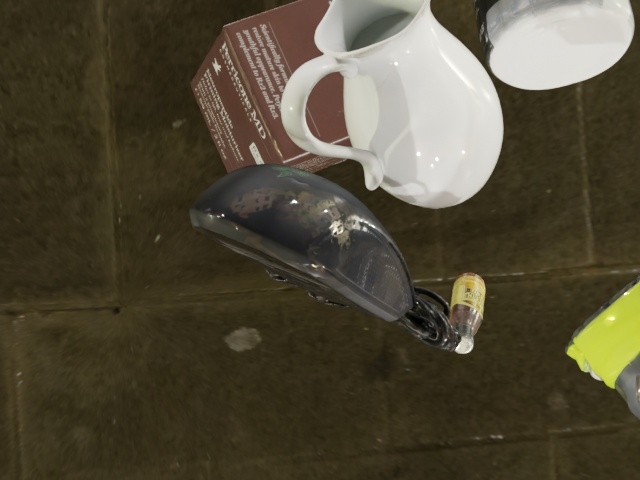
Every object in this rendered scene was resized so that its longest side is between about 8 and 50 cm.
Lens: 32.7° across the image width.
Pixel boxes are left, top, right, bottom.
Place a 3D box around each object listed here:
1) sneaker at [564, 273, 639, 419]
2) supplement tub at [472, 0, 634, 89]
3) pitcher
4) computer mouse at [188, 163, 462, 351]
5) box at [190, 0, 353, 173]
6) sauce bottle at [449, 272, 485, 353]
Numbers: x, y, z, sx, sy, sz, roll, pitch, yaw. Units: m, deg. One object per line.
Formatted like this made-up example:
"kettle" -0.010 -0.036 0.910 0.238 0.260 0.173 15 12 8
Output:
"sneaker" 0.290 0.024 0.666 0.111 0.300 0.121 -20 66 -45
"supplement tub" 0.307 -0.401 1.535 0.207 0.207 0.338 -1 64 -10
"pitcher" 0.056 -0.102 0.867 0.178 0.125 0.207 -50 139 -16
"computer mouse" 0.000 0.000 0.814 0.188 0.272 0.072 22 84 27
"box" -0.031 -0.168 1.279 0.167 0.203 0.168 -23 87 -20
"sauce bottle" 0.177 0.089 1.319 0.042 0.128 0.042 5 124 7
